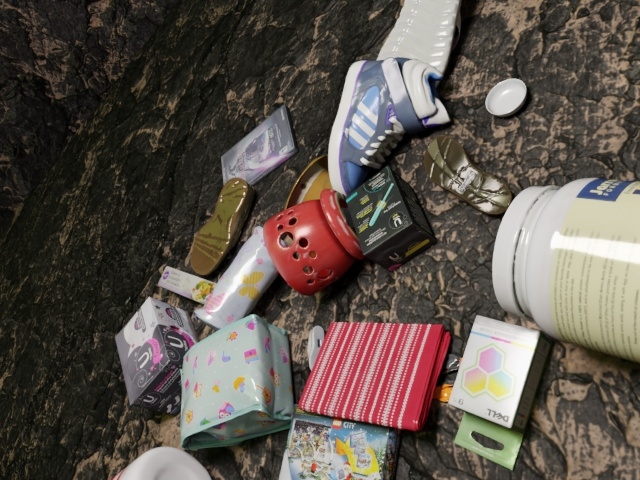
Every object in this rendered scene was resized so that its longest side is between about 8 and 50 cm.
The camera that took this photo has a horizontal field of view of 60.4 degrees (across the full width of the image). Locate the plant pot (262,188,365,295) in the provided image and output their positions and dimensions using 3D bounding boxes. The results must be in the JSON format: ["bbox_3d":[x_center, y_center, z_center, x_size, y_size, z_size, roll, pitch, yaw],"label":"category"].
[{"bbox_3d":[0.000,0.000,1.176,0.174,0.191,0.191,-29,49,18],"label":"plant pot"}]

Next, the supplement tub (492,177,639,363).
[{"bbox_3d":[0.421,0.041,0.717,0.325,0.235,0.235,13,76,46],"label":"supplement tub"}]

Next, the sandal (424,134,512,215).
[{"bbox_3d":[0.288,-0.123,1.076,0.219,0.060,0.090,43,105,33],"label":"sandal"}]

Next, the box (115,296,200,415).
[{"bbox_3d":[-0.408,0.292,1.414,0.163,0.142,0.247,-49,43,11],"label":"box"}]

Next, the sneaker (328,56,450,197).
[{"bbox_3d":[0.158,-0.239,1.209,0.236,0.130,0.322,12,94,28],"label":"sneaker"}]

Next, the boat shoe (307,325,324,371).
[{"bbox_3d":[-0.012,0.233,1.164,0.035,0.035,0.100,134,140,-55],"label":"boat shoe"}]

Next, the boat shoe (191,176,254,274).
[{"bbox_3d":[-0.260,-0.031,1.520,0.104,0.089,0.285,28,89,22],"label":"boat shoe"}]

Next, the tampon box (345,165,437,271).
[{"bbox_3d":[0.141,-0.043,1.126,0.120,0.101,0.161,-35,48,24],"label":"tampon box"}]

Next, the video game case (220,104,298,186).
[{"bbox_3d":[-0.186,-0.253,1.614,0.274,0.026,0.196,-33,48,24],"label":"video game case"}]

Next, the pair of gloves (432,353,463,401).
[{"bbox_3d":[0.221,0.238,0.955,0.074,0.010,0.083,-9,60,40],"label":"pair of gloves"}]

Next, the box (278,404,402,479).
[{"bbox_3d":[0.032,0.399,1.012,0.233,0.044,0.159,-5,63,41],"label":"box"}]

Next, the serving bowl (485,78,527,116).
[{"bbox_3d":[0.375,-0.281,1.102,0.083,0.027,0.083,-21,54,33],"label":"serving bowl"}]

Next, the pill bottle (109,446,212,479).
[{"bbox_3d":[-0.425,0.636,1.165,0.408,0.229,0.229,-40,45,19],"label":"pill bottle"}]

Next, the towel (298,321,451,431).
[{"bbox_3d":[0.096,0.242,1.024,0.275,0.031,0.199,-5,49,41],"label":"towel"}]

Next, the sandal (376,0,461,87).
[{"bbox_3d":[0.251,-0.476,1.280,0.169,0.102,0.416,27,103,29],"label":"sandal"}]

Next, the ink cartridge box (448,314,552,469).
[{"bbox_3d":[0.275,0.234,0.869,0.109,0.062,0.209,11,75,45],"label":"ink cartridge box"}]

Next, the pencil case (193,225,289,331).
[{"bbox_3d":[-0.181,0.099,1.310,0.273,0.113,0.124,-55,21,-11],"label":"pencil case"}]

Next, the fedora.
[{"bbox_3d":[-0.012,-0.104,1.297,0.079,0.194,0.194,31,89,11],"label":"fedora"}]

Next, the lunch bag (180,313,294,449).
[{"bbox_3d":[-0.197,0.317,1.194,0.262,0.160,0.223,-26,51,23],"label":"lunch bag"}]

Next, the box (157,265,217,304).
[{"bbox_3d":[-0.328,0.134,1.489,0.324,0.067,0.063,11,73,47],"label":"box"}]
